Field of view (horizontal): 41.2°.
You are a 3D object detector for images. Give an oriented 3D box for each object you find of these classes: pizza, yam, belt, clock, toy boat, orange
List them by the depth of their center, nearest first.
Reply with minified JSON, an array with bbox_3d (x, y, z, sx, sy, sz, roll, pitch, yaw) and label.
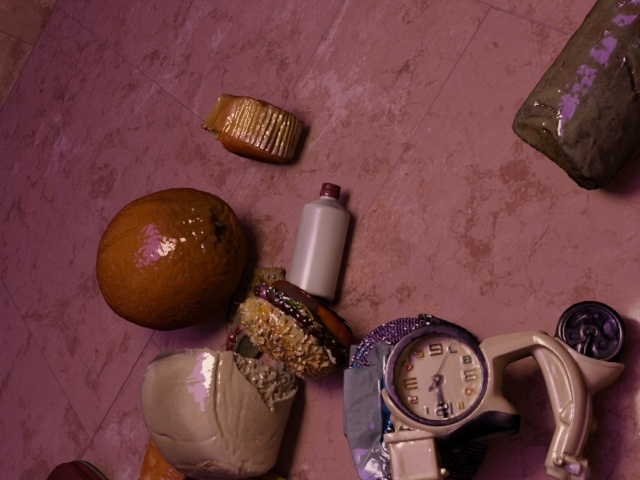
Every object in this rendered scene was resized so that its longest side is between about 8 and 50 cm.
[{"bbox_3d":[0.284,0.245,1.305,0.379,0.120,0.276,-8,70,15],"label":"clock"},{"bbox_3d":[0.451,-0.240,1.349,0.300,0.195,0.195,-58,44,11],"label":"yam"},{"bbox_3d":[0.163,0.294,1.472,0.260,0.122,0.324,-11,69,35],"label":"belt"},{"bbox_3d":[-0.162,0.208,1.854,0.185,0.089,0.071,-66,31,25],"label":"toy boat"},{"bbox_3d":[-0.324,0.463,1.917,0.182,0.074,0.365,16,85,49],"label":"pizza"},{"bbox_3d":[-0.332,0.036,1.926,0.357,0.322,0.322,-35,51,37],"label":"orange"}]

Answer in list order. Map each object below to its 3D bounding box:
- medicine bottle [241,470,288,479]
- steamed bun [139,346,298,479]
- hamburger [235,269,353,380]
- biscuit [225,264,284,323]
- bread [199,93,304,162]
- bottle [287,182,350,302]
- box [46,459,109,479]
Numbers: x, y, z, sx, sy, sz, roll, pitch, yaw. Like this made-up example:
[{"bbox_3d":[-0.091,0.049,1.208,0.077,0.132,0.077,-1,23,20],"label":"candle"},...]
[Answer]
[{"bbox_3d":[-0.062,0.516,1.638,0.261,0.064,0.095,12,73,47],"label":"medicine bottle"},{"bbox_3d":[-0.227,0.333,1.704,0.290,0.272,0.273,-30,42,45],"label":"steamed bun"},{"bbox_3d":[-0.044,0.180,1.644,0.262,0.243,0.138,23,72,45],"label":"hamburger"},{"bbox_3d":[-0.135,0.124,1.911,0.203,0.016,0.144,-3,71,45],"label":"biscuit"},{"bbox_3d":[-0.157,-0.255,1.976,0.250,0.179,0.133,22,94,47],"label":"bread"},{"bbox_3d":[0.000,0.000,1.766,0.104,0.104,0.245,-1,74,45],"label":"bottle"},{"bbox_3d":[-0.555,0.694,2.023,0.404,0.108,0.263,24,91,47],"label":"box"}]
